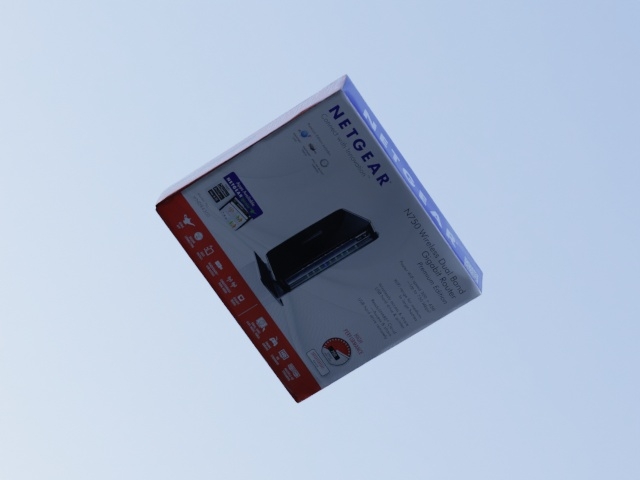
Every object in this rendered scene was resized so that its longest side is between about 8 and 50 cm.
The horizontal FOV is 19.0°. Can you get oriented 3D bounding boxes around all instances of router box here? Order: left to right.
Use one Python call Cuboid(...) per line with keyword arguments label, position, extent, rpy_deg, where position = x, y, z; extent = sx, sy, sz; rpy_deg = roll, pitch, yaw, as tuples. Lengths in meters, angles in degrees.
Cuboid(label="router box", position=(0.000, 0.000, 2.530), extent=(0.335, 0.301, 0.082), rpy_deg=(54, 16, -12))
